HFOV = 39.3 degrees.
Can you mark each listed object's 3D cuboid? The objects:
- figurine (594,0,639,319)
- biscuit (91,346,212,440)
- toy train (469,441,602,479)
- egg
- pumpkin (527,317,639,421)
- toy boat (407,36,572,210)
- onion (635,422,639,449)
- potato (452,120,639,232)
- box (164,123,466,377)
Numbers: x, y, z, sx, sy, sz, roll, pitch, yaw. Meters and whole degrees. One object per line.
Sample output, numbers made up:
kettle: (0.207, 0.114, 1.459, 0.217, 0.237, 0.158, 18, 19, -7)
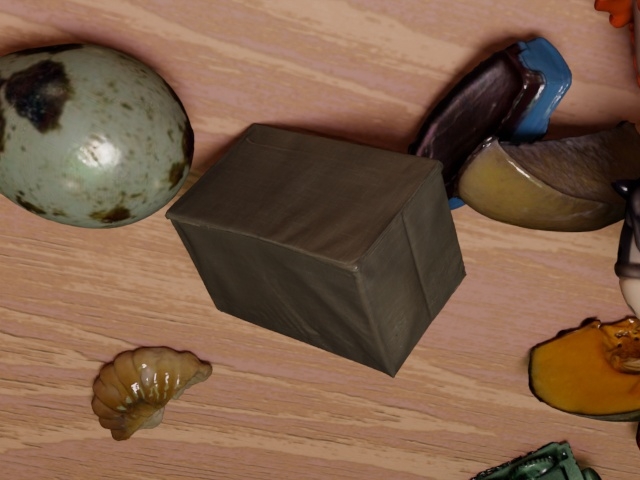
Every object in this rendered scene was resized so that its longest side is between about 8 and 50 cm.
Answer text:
figurine: (0.355, -0.096, 0.765, 0.306, 0.241, 0.411, 7, 96, -30)
biscuit: (-0.234, 0.202, 1.161, 0.118, 0.061, 0.183, 35, 122, -25)
toy train: (0.284, 0.433, 1.334, 0.330, 0.138, 0.178, -33, 133, 21)
egg: (-0.232, -0.099, 0.834, 0.231, 0.169, 0.169, 12, 130, 2)
pumpkin: (0.424, 0.159, 1.070, 0.312, 0.169, 0.148, -31, 122, 23)
toy boat: (0.163, -0.105, 0.895, 0.097, 0.100, 0.223, 0, 143, -38)
onion: (0.481, 0.261, 1.211, 0.107, 0.097, 0.107, -15, 145, -11)
potato: (0.228, -0.037, 0.860, 0.261, 0.100, 0.120, -14, 151, -44)
box: (0.000, 0.000, 0.873, 0.231, 0.155, 0.149, 15, 142, 35)
